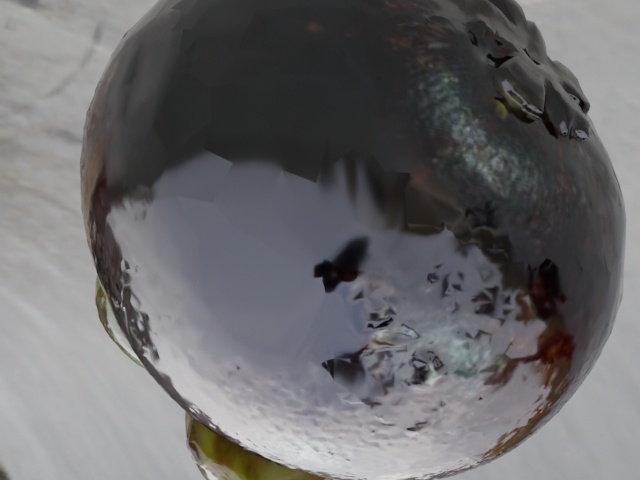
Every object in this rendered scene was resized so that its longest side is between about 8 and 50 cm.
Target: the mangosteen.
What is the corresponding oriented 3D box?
[{"bbox_3d":[0.009,-0.008,0.770,0.330,0.330,0.330,13,165,3],"label":"mangosteen"}]
